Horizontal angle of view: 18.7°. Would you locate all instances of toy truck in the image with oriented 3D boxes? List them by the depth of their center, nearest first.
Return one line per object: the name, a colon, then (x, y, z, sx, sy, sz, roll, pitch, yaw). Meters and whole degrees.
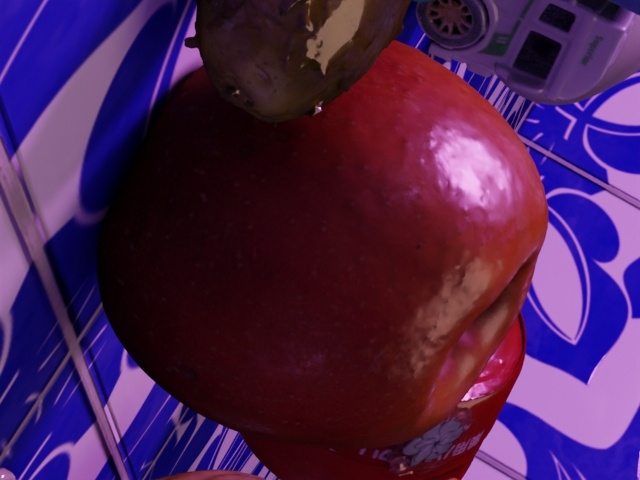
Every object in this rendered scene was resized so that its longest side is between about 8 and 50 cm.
toy truck: (0.203, -0.268, 1.418, 0.146, 0.175, 0.367, -56, 173, -44)

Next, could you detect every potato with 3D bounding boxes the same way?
potato: (0.011, -0.154, 0.879, 0.117, 0.090, 0.225, 86, 28, -66)

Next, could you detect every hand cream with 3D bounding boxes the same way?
hand cream: (0.046, 0.096, 1.590, 0.230, 0.230, 0.149, -51, 167, -51)

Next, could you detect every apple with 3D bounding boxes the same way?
apple: (0.000, 0.000, 0.995, 0.218, 0.201, 0.218, -51, 165, -20)

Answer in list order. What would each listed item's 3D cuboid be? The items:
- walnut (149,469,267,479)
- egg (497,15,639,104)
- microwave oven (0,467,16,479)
walnut: (-0.089, 0.318, 1.320, 0.333, 0.333, 0.333, -58, 173, -12)
egg: (0.243, -0.246, 1.712, 0.271, 0.196, 0.196, -48, 176, 13)
microwave oven: (-0.169, 0.159, 0.676, 0.194, 0.145, 0.240, -56, 172, -11)
